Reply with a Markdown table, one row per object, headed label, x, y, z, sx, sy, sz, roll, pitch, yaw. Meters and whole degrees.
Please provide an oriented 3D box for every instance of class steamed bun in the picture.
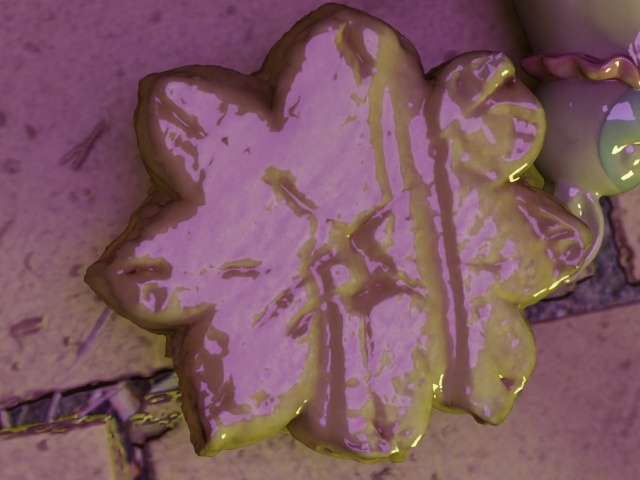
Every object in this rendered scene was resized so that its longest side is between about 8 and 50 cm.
| label | x | y | z | sx | sy | sz | roll | pitch | yaw |
| --- | --- | --- | --- | --- | --- | --- | --- | --- | --- |
| steamed bun | 0.000 | 0.000 | 1.069 | 0.292 | 0.137 | 0.295 | 31 | 87 | -11 |

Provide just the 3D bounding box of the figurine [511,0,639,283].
| label | x | y | z | sx | sy | sz | roll | pitch | yaw |
| --- | --- | --- | --- | --- | --- | --- | --- | --- | --- |
| figurine | 0.196 | -0.096 | 1.128 | 0.155 | 0.127 | 0.235 | -7 | 96 | -22 |
